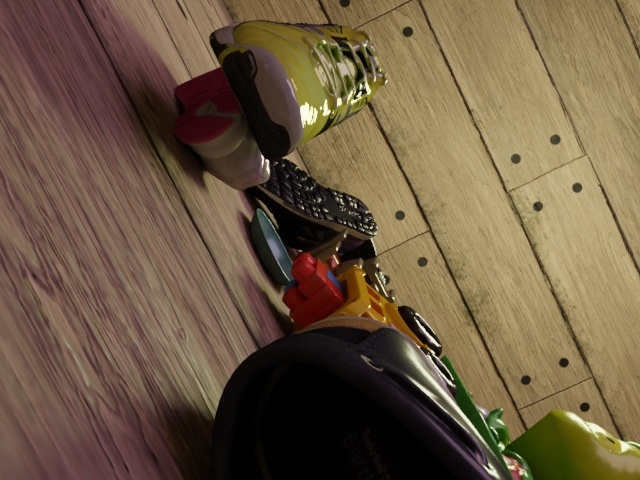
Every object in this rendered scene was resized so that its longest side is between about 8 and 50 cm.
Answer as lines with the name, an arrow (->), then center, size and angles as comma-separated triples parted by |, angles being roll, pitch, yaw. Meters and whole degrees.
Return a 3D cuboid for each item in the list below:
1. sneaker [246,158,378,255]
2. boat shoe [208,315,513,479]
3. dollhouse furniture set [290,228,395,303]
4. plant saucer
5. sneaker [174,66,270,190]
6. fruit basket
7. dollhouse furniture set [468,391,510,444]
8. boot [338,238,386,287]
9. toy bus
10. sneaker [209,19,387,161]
sneaker -> -0.037, -0.034, 1.016 | 0.283, 0.124, 0.107 | 26, 38, -40
boat shoe -> 0.086, 0.252, 0.287 | 0.500, 0.187, 0.156 | 60, 8, 22
dollhouse furniture set -> 0.040, 0.123, 1.008 | 0.261, 0.135, 0.259 | 63, 16, -9
plant saucer -> -0.065, 0.014, 0.829 | 0.119, 0.021, 0.119 | 62, 5, -9
sneaker -> -0.112, -0.141, 0.760 | 0.252, 0.103, 0.111 | -95, 162, -54
fruit basket -> 0.274, 0.311, 0.870 | 0.282, 0.392, 0.392 | 64, 4, 0
dollhouse furniture set -> 0.332, 0.528, 1.276 | 0.362, 0.256, 0.394 | 49, -11, 0
boot -> 0.063, 0.056, 1.321 | 0.260, 0.131, 0.347 | -91, 166, -64
toy bus -> 0.033, 0.117, 0.714 | 0.211, 0.149, 0.220 | 49, 11, -14
sneaker -> -0.010, -0.189, 0.682 | 0.384, 0.147, 0.145 | -75, 143, -70
